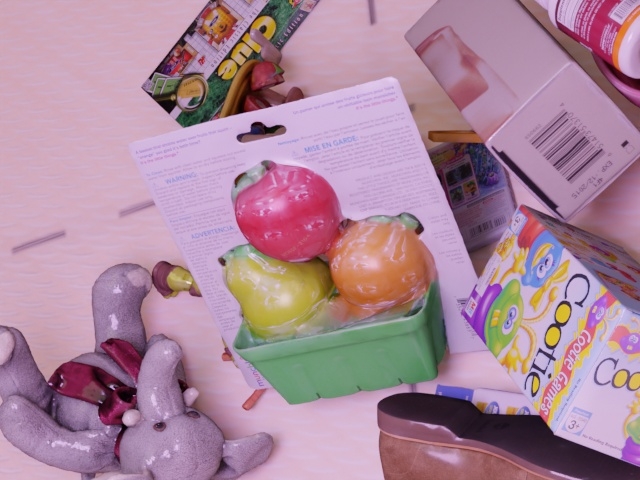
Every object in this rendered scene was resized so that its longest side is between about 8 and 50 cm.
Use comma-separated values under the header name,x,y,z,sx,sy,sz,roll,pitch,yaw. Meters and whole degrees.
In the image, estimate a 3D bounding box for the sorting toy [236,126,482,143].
name,x,y,z,sx,sy,sz,roll,pitch,yaw
sorting toy,0.017,-0.103,2.065,0.348,0.196,0.047,1,97,10

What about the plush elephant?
name,x,y,z,sx,sy,sz,roll,pitch,yaw
plush elephant,-0.217,0.207,2.092,0.255,0.272,0.330,-3,100,45

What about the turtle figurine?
name,x,y,z,sx,sy,sz,roll,pitch,yaw
turtle figurine,-0.110,0.055,2.181,0.217,0.087,0.269,18,92,42

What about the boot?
name,x,y,z,sx,sy,sz,roll,pitch,yaw
boot,0.199,0.244,1.855,0.305,0.112,0.115,10,108,30

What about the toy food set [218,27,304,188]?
name,x,y,z,sx,sy,sz,roll,pitch,yaw
toy food set,-0.069,-0.151,2.224,0.071,0.128,0.218,14,75,18

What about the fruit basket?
name,x,y,z,sx,sy,sz,roll,pitch,yaw
fruit basket,0.000,0.000,1.985,0.327,0.353,0.165,-13,23,23

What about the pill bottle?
name,x,y,z,sx,sy,sz,roll,pitch,yaw
pill bottle,0.287,-0.234,1.819,0.086,0.086,0.152,-52,53,5

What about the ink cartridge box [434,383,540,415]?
name,x,y,z,sx,sy,sz,roll,pitch,yaw
ink cartridge box,0.245,0.262,1.894,0.311,0.065,0.185,6,75,32

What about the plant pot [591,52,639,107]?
name,x,y,z,sx,sy,sz,roll,pitch,yaw
plant pot,0.407,-0.210,1.898,0.201,0.180,0.201,-12,67,29

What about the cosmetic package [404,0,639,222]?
name,x,y,z,sx,sy,sz,roll,pitch,yaw
cosmetic package,0.218,-0.166,1.957,0.129,0.153,0.296,-43,29,10

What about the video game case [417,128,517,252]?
name,x,y,z,sx,sy,sz,roll,pitch,yaw
video game case,0.149,-0.046,2.101,0.157,0.019,0.143,-25,60,23

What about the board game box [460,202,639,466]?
name,x,y,z,sx,sy,sz,roll,pitch,yaw
board game box,0.272,0.095,1.807,0.142,0.144,0.275,-63,23,13

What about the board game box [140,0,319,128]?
name,x,y,z,sx,sy,sz,roll,pitch,yaw
board game box,-0.114,-0.263,2.348,0.259,0.030,0.136,-51,56,6
